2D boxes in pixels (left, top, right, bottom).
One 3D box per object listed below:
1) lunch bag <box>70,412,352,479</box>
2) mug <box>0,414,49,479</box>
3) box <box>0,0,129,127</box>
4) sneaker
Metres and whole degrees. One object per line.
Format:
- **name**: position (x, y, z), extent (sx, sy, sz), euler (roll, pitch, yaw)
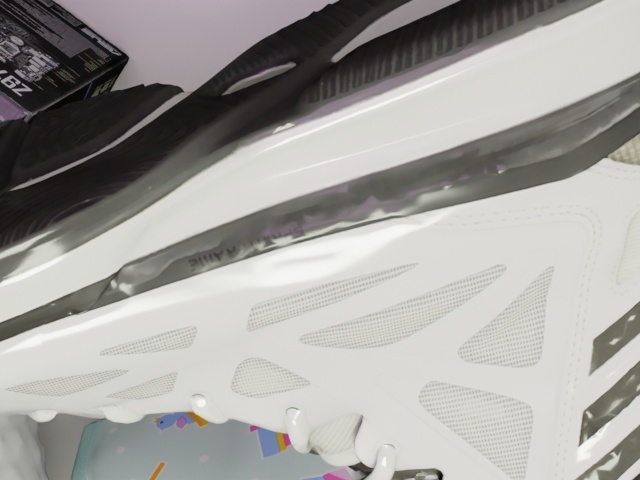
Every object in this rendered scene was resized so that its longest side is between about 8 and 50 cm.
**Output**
- **lunch bag**: position (-0.004, 0.187, 0.782), extent (0.223, 0.160, 0.262), euler (-17, 69, 16)
- **mug**: position (-0.294, 0.177, 0.719), extent (0.276, 0.374, 0.328), euler (-9, 75, 40)
- **box**: position (-0.204, -0.099, 0.739), extent (0.180, 0.147, 0.077), euler (36, 110, -2)
- **sneaker**: position (-0.025, 0.062, 0.623), extent (0.447, 0.169, 0.257), euler (-21, 112, 6)
